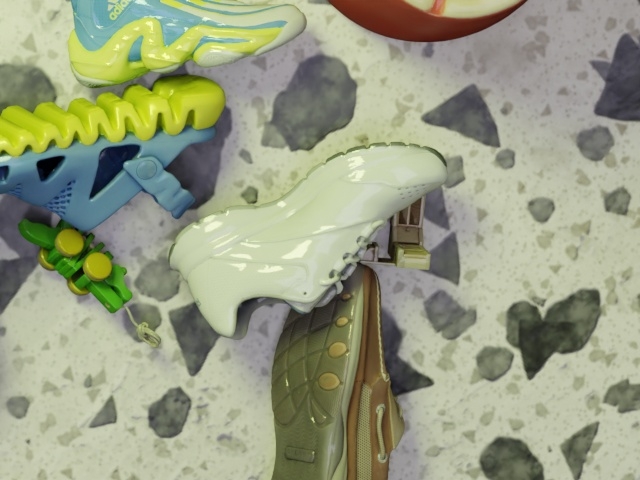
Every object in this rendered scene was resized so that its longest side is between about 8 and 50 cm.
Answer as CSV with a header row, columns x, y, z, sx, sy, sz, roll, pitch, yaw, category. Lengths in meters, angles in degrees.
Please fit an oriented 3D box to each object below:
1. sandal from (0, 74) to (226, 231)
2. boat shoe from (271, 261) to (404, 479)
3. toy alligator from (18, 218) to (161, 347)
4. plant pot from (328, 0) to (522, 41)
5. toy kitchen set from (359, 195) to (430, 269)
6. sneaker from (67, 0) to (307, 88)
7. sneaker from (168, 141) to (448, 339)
x,y,z,sx,sy,sz,roll,pitch,yaw,category
-0.240,-0.069,1.726,0.317,0.126,0.138,-10,111,-15,sandal
0.023,0.183,1.825,0.116,0.123,0.324,6,93,-40,boat shoe
-0.225,0.032,1.800,0.189,0.056,0.051,41,54,-10,toy alligator
0.117,-0.312,1.667,0.274,0.243,0.275,-1,101,-4,plant pot
0.075,-0.014,1.797,0.068,0.083,0.075,4,100,-6,toy kitchen set
-0.139,-0.231,1.738,0.240,0.091,0.126,-12,100,-2,sneaker
0.000,0.000,1.765,0.297,0.111,0.129,-27,72,8,sneaker
